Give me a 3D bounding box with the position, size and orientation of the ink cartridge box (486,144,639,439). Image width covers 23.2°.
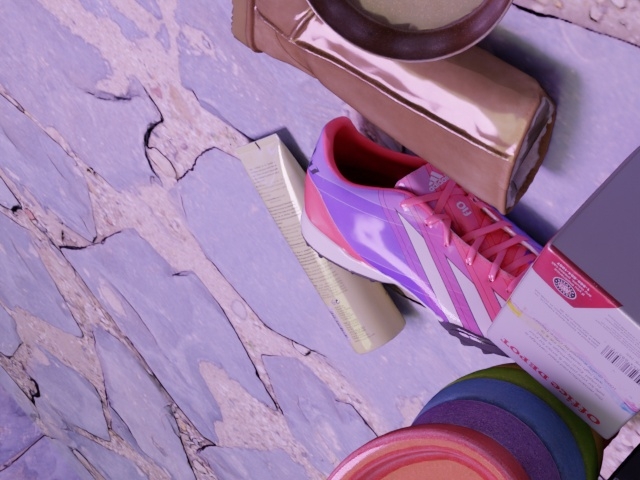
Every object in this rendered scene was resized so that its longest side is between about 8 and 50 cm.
[{"bbox_3d":[0.225,0.040,1.145,0.128,0.127,0.176,42,156,9],"label":"ink cartridge box"}]

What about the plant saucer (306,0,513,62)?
[{"bbox_3d":[0.060,-0.206,1.069,0.168,0.029,0.168,9,118,17],"label":"plant saucer"}]

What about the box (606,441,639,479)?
[{"bbox_3d":[0.312,0.247,1.311,0.163,0.142,0.247,41,156,13],"label":"box"}]

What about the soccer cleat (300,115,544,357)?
[{"bbox_3d":[0.114,0.000,1.309,0.318,0.108,0.116,28,132,30],"label":"soccer cleat"}]

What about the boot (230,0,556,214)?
[{"bbox_3d":[0.057,-0.165,1.168,0.269,0.089,0.236,34,157,19],"label":"boot"}]

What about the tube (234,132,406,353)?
[{"bbox_3d":[0.000,0.000,1.551,0.070,0.062,0.240,-30,101,21],"label":"tube"}]

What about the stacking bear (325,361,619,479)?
[{"bbox_3d":[0.160,0.173,1.288,0.175,0.289,0.164,44,123,11],"label":"stacking bear"}]
